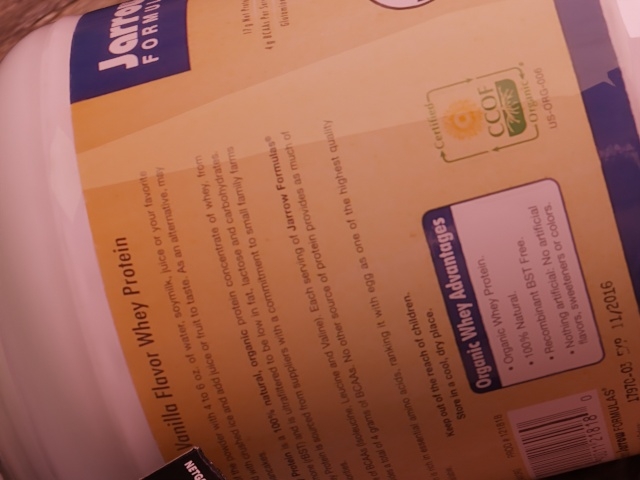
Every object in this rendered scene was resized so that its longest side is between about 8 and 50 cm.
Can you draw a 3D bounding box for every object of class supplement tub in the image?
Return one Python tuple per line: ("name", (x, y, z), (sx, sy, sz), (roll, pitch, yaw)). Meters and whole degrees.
("supplement tub", (0.000, 0.000, 0.756), (0.316, 0.228, 0.228), (-15, 35, 6))

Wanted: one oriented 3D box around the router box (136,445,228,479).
("router box", (-0.003, 0.167, 0.613), (0.046, 0.133, 0.179), (-29, 36, -12))
